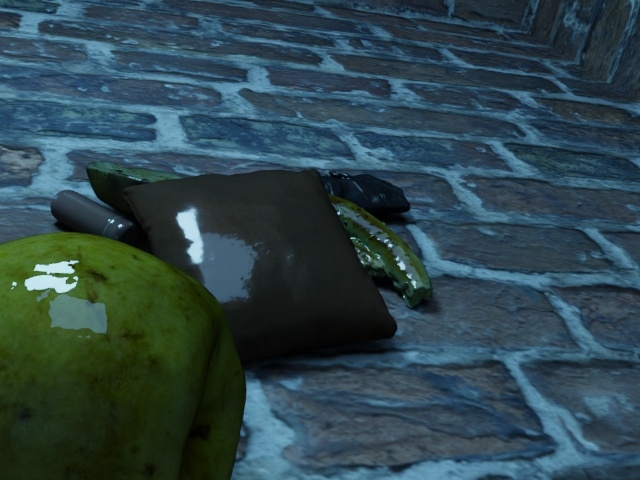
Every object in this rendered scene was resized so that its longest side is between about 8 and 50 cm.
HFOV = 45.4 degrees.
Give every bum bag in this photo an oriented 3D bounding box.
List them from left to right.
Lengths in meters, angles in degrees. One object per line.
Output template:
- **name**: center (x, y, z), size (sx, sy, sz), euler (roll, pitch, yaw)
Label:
- **bum bag**: center (0.033, -0.080, 1.353), size (0.310, 0.074, 0.137), euler (-7, 32, -35)

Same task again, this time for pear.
- **pear**: center (-0.221, 0.140, 0.643), size (0.304, 0.304, 0.304), euler (9, 28, -5)

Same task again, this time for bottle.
- **bottle**: center (-0.335, -0.029, 1.134), size (0.140, 0.053, 0.053), euler (24, 31, 23)

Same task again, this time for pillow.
- **pillow**: center (-0.084, 0.021, 1.027), size (0.305, 0.108, 0.308), euler (-6, 52, -26)

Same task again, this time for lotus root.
- **lotus root**: center (-0.265, -0.067, 1.174), size (0.203, 0.078, 0.183), euler (18, 10, 42)

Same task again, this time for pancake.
- **pancake**: center (0.001, -0.004, 1.170), size (0.376, 0.054, 0.197), euler (21, 51, 8)
